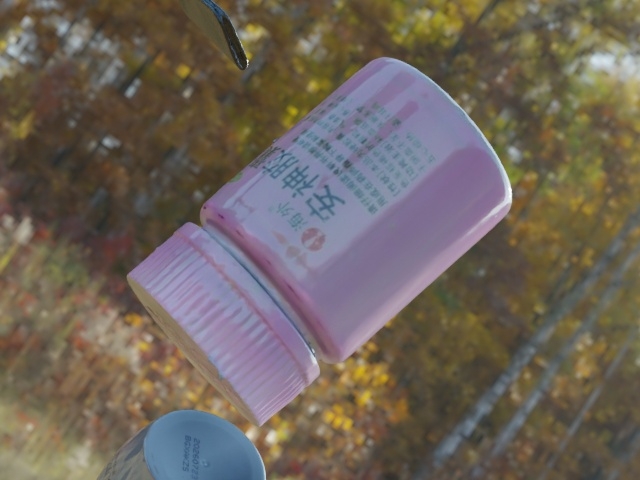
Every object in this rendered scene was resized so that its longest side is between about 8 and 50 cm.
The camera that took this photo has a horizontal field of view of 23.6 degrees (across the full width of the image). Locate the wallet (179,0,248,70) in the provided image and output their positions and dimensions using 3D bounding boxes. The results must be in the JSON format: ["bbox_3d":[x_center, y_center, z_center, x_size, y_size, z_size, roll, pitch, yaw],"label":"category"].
[{"bbox_3d":[-0.129,-0.254,1.738,0.157,0.018,0.082,47,-17,51],"label":"wallet"}]

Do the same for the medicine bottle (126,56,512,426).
[{"bbox_3d":[0.000,0.000,1.277,0.178,0.290,0.178,47,-10,11],"label":"medicine bottle"}]

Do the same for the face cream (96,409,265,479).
[{"bbox_3d":[-0.099,0.184,1.070,0.117,0.117,0.104,34,-52,1],"label":"face cream"}]
